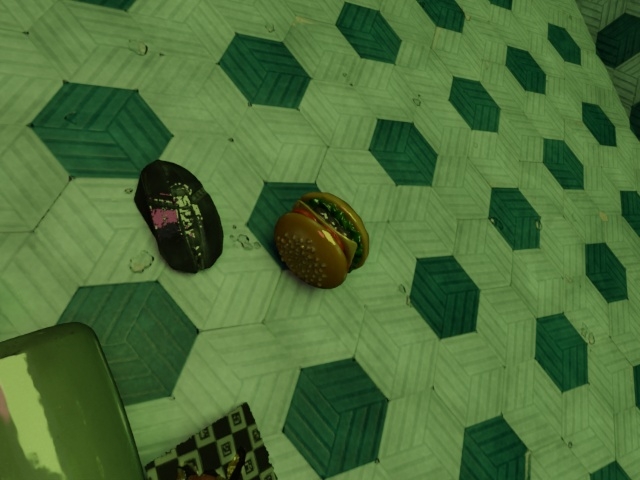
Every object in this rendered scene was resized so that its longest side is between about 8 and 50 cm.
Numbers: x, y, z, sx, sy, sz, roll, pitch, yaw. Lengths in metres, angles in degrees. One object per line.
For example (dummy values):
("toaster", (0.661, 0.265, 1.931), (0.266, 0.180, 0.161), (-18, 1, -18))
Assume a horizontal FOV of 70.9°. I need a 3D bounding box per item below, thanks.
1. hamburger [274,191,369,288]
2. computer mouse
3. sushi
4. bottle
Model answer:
("hamburger", (0.000, 0.000, 0.739), (0.162, 0.162, 0.115), (51, 55, -2))
("computer mouse", (-0.214, -0.045, 0.690), (0.106, 0.062, 0.192), (-18, 79, -34))
("sushi", (-0.135, 0.309, 0.577), (0.201, 0.031, 0.139), (-6, 71, -63))
("bottle", (-0.267, 0.270, 0.472), (0.168, 0.168, 0.346), (-22, 86, -34))
